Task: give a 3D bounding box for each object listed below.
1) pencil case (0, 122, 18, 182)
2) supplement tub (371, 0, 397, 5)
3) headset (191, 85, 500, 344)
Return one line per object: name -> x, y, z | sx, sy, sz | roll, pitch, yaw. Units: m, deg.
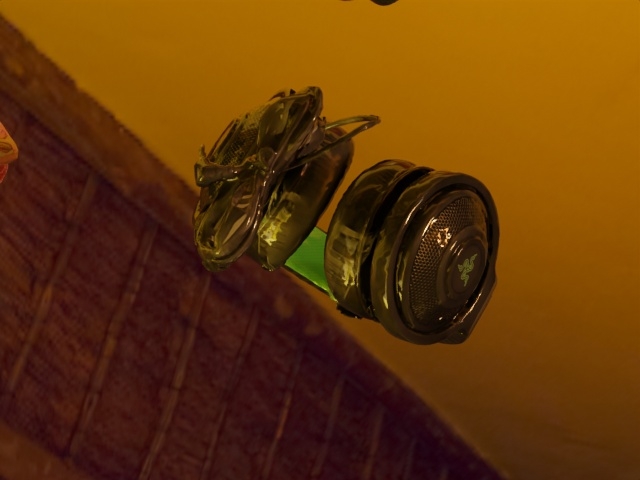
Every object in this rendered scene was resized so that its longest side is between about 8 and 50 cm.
pencil case -> -0.386, -0.218, 1.090 | 0.167, 0.160, 0.386 | -17, -86, -17
supplement tub -> 0.003, -0.288, 1.176 | 0.197, 0.106, 0.106 | 24, -120, -38
headset -> 0.000, 0.000, 0.948 | 0.243, 0.394, 0.185 | 27, -105, 15
